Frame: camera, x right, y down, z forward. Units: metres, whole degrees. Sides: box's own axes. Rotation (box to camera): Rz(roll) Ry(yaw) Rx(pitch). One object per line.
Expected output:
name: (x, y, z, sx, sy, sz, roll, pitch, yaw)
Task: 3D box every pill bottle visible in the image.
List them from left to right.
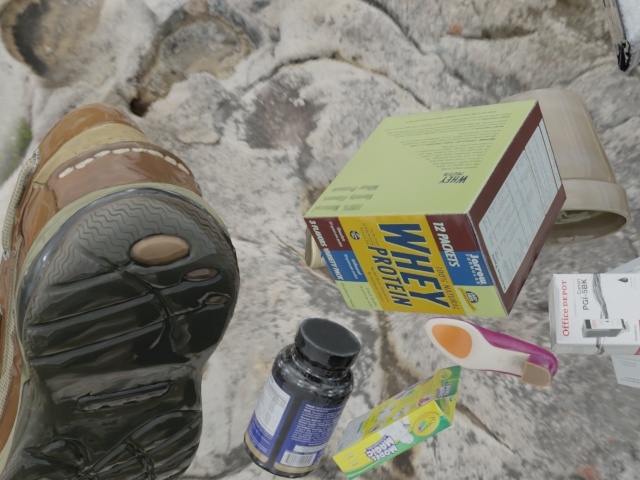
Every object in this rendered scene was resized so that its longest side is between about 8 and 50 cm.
pill bottle: (-0.024, 0.228, 1.154, 0.123, 0.123, 0.219, 26, 112, 9)

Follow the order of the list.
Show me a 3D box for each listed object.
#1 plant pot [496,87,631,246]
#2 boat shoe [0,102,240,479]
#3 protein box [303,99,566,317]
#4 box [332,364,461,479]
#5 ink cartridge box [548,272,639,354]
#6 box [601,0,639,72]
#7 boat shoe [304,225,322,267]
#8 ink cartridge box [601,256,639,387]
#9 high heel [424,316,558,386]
plant pot: (0.465, -0.153, 1.655, 0.323, 0.323, 0.280, -4, 77, 7)
boat shoe: (-0.131, 0.063, 0.454, 0.120, 0.122, 0.324, 63, 140, 34)
protein box: (0.131, -0.036, 0.867, 0.200, 0.201, 0.136, 0, 129, 39)
box: (0.107, 0.227, 1.004, 0.179, 0.105, 0.043, -36, 92, 19)
ink cartridge box: (0.372, 0.096, 1.035, 0.135, 0.056, 0.099, -1, 69, 10)
box: (0.181, -0.222, 0.362, 0.142, 0.163, 0.247, -15, 92, 21)
boat shoe: (0.000, 0.000, 1.316, 0.045, 0.135, 0.050, 12, 124, -7)
ink cartridge box: (0.501, 0.119, 1.202, 0.127, 0.072, 0.175, -19, 97, -25)
high heel: (0.313, 0.192, 1.445, 0.244, 0.117, 0.082, 17, 103, 18)
